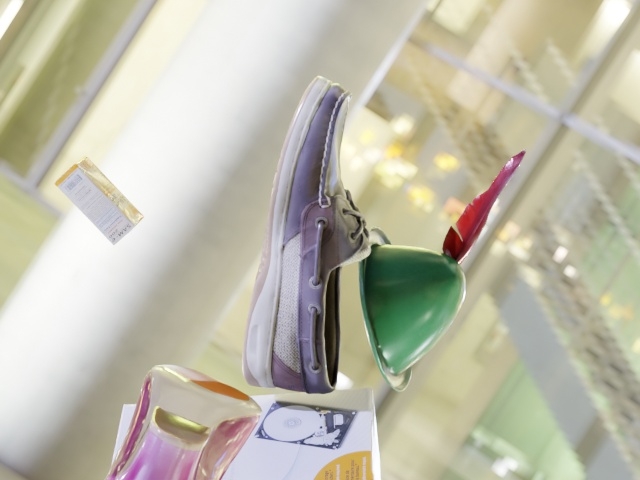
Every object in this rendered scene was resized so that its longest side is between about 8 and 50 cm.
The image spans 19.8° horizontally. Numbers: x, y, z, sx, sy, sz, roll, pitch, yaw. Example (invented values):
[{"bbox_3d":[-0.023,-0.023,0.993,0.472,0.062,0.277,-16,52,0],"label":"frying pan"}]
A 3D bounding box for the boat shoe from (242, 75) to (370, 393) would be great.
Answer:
[{"bbox_3d":[0.000,0.000,1.622,0.092,0.285,0.103,13,10,10],"label":"boat shoe"}]

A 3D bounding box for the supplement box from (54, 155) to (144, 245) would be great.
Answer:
[{"bbox_3d":[-0.249,-0.046,2.077,0.098,0.036,0.062,47,11,-5],"label":"supplement box"}]

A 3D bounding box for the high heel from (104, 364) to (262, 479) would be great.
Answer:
[{"bbox_3d":[-0.097,0.155,1.193,0.082,0.117,0.244,23,7,-4],"label":"high heel"}]

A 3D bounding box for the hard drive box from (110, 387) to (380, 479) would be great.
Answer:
[{"bbox_3d":[-0.064,0.223,1.618,0.232,0.089,0.181,-5,31,4],"label":"hard drive box"}]

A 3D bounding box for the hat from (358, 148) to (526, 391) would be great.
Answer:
[{"bbox_3d":[0.150,0.050,1.948,0.173,0.184,0.208,-79,154,-50],"label":"hat"}]
